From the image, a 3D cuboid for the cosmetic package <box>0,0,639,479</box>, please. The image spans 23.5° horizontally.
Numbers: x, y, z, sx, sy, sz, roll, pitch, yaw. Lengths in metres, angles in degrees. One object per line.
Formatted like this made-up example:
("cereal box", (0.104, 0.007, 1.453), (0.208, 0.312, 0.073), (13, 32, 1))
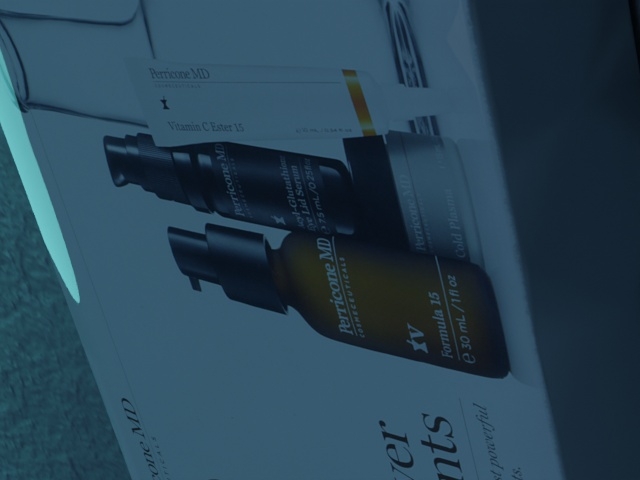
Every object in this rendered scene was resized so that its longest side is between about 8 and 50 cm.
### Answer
("cosmetic package", (0.000, 0.000, 0.651), (0.284, 0.097, 0.377), (13, 129, 42))
